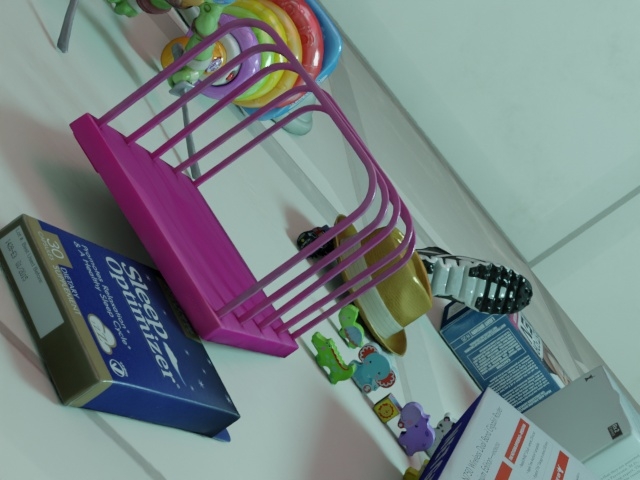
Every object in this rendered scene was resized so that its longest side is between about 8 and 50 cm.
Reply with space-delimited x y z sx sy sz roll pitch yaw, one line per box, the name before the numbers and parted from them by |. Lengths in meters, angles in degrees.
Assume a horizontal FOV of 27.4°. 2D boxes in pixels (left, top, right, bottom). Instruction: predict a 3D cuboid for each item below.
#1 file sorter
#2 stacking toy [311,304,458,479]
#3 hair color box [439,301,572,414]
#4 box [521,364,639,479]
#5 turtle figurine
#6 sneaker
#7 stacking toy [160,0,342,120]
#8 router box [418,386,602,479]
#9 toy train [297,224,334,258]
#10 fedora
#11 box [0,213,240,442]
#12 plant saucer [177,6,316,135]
file sorter | -0.042 -0.039 1.125 0.202 0.182 0.291 56 5 12
stacking toy | 0.080 0.168 1.412 0.221 0.052 0.167 53 12 -1
hair color box | 0.330 0.232 2.048 0.347 0.105 0.174 54 13 -4
box | 0.361 0.298 1.803 0.119 0.182 0.181 51 13 -20
turtle figurine | -0.201 -0.250 1.389 0.198 0.274 0.266 17 11 -33
sneaker | 0.195 0.051 1.917 0.234 0.078 0.106 9 16 -16
stacking toy | -0.111 -0.233 1.622 0.165 0.175 0.302 52 23 4
router box | 0.215 0.305 1.176 0.301 0.082 0.335 39 21 6
toy train | 0.000 0.000 1.634 0.036 0.027 0.158 45 12 8
fedora | 0.086 0.045 1.635 0.194 0.079 0.194 58 17 -28
box | -0.131 0.069 0.935 0.136 0.036 0.225 60 12 25
plant saucer | -0.110 -0.345 1.990 0.400 0.100 0.400 51 12 -15
